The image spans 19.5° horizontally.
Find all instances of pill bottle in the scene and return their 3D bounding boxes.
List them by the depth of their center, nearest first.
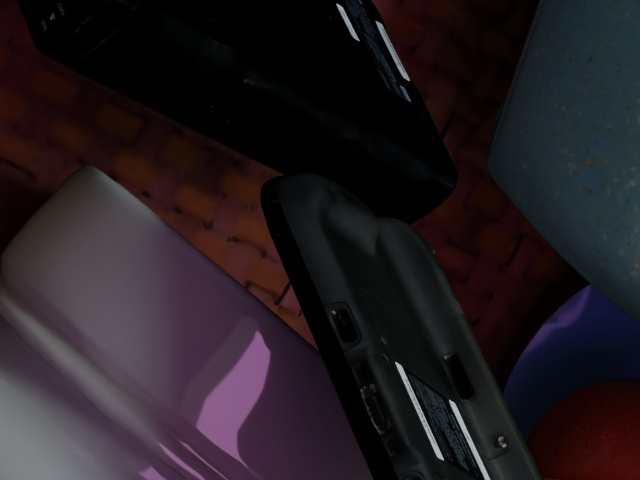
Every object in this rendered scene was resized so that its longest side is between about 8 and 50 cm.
[{"bbox_3d":[-0.138,0.162,0.685,0.204,0.204,0.361,43,85,-27],"label":"pill bottle"}]

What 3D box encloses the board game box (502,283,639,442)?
[{"bbox_3d":[0.154,0.084,0.887,0.168,0.033,0.133,10,105,-20],"label":"board game box"}]

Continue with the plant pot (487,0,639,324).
[{"bbox_3d":[0.213,-0.054,0.738,0.252,0.247,0.248,20,97,17],"label":"plant pot"}]

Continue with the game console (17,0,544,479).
[{"bbox_3d":[0.000,0.000,0.614,0.044,0.361,0.213,-36,148,20],"label":"game console"}]

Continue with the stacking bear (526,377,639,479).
[{"bbox_3d":[0.095,0.166,0.734,0.164,0.175,0.289,41,44,-1],"label":"stacking bear"}]
